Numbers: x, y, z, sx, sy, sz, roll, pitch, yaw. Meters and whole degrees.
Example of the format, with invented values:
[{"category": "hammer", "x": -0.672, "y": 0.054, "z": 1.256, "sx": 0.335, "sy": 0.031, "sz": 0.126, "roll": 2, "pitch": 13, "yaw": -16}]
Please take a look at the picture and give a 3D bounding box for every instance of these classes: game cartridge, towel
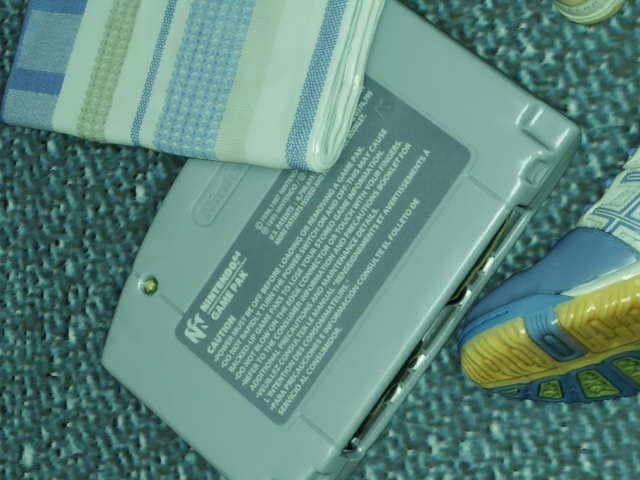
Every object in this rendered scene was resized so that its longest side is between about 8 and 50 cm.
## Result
[{"category": "game cartridge", "x": 0.000, "y": 0.000, "z": 1.119, "sx": 0.196, "sy": 0.060, "sz": 0.294, "roll": 38, "pitch": 100, "yaw": 21}, {"category": "towel", "x": -0.075, "y": -0.153, "z": 1.147, "sx": 0.285, "sy": 0.034, "sz": 0.209, "roll": 10, "pitch": 81, "yaw": 39}]

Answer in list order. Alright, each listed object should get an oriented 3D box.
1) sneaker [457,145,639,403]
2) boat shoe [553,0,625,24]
[{"category": "sneaker", "x": 0.204, "y": -0.013, "z": 1.010, "sx": 0.296, "sy": 0.112, "sz": 0.131, "roll": -26, "pitch": 55, "yaw": 18}, {"category": "boat shoe", "x": 0.141, "y": -0.213, "z": 1.076, "sx": 0.063, "sy": 0.059, "sz": 0.170, "roll": -18, "pitch": 76, "yaw": 22}]
